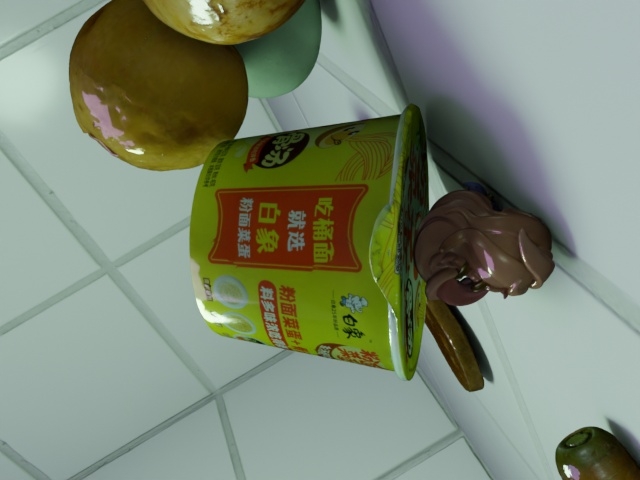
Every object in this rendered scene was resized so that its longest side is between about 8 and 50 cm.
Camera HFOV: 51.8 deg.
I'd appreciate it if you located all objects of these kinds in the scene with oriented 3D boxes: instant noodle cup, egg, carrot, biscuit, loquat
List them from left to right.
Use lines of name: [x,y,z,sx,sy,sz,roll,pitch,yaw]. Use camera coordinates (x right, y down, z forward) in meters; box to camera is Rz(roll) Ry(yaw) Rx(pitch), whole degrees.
loquat: [-0.186,-0.183,0.762,0.208,0.208,0.208,59,178,3]
egg: [-0.110,-0.324,0.879,0.283,0.203,0.203,57,179,-14]
instant noodle cup: [0.000,0.000,0.742,0.311,0.221,0.312,0,-90,-76]
biscuit: [0.266,0.193,1.372,0.257,0.049,0.273,62,178,28]
carrot: [0.335,0.300,0.723,0.193,0.087,0.087,57,178,7]

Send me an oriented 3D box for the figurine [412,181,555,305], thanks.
figurine: [0.150,0.008,0.633,0.114,0.126,0.157,16,-176,-5]

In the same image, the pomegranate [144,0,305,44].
pomegranate: [-0.105,-0.308,0.613,0.248,0.248,0.248,59,178,3]
